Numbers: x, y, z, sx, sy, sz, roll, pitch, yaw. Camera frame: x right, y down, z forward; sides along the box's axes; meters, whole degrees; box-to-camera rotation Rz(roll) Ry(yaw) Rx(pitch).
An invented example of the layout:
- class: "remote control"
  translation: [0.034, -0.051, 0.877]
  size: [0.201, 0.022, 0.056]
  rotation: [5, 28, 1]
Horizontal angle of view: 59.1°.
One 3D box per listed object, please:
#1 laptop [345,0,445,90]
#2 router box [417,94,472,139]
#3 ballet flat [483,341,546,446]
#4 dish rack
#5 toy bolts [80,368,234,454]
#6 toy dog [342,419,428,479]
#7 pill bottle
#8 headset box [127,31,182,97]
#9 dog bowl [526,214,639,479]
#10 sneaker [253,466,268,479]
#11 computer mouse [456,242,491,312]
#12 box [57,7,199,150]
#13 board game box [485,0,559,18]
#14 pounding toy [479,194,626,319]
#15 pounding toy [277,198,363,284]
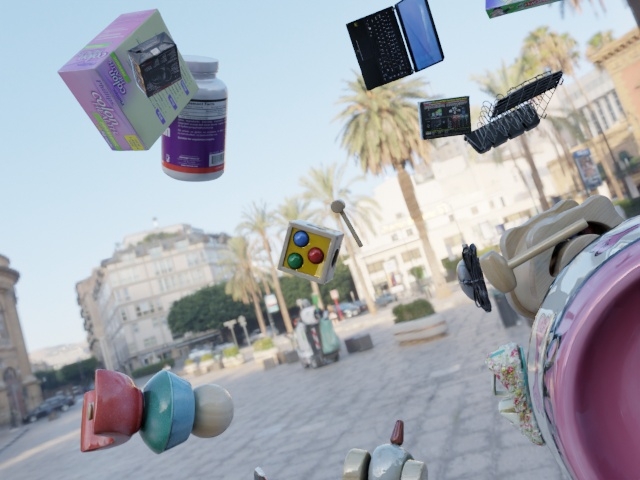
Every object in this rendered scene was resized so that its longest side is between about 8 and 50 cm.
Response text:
- class: "laptop"
  translation: [0.236, -0.643, 1.824]
  size: [0.264, 0.234, 0.136]
  rotation: [-18, 9, 11]
- class: "router box"
  translation: [0.298, -0.295, 1.357]
  size: [0.123, 0.092, 0.038]
  rotation: [-7, 15, 1]
- class: "ballet flat"
  translation: [0.370, 0.294, 1.075]
  size: [0.077, 0.241, 0.091]
  rotation: [-15, 21, 18]
- class: "dish rack"
  translation: [0.479, -0.327, 1.405]
  size: [0.208, 0.074, 0.271]
  rotation: [-28, -20, -4]
- class: "toy bolts"
  translation: [-0.172, 0.258, 0.601]
  size: [0.159, 0.228, 0.218]
  rotation: [8, -30, -27]
- class: "toy dog"
  translation: [0.156, 0.489, 1.146]
  size: [0.220, 0.161, 0.333]
  rotation: [19, -39, 11]
- class: "pill bottle"
  translation: [-0.347, -0.334, 1.552]
  size: [0.182, 0.322, 0.181]
  rotation: [5, 24, -2]
- class: "headset box"
  translation: [-0.235, -0.248, 0.810]
  size: [0.062, 0.032, 0.083]
  rotation: [-37, -12, -19]
- class: "dog bowl"
  translation: [0.413, 0.154, 0.552]
  size: [0.408, 0.408, 0.150]
  rotation: [-21, -10, 22]
- class: "sneaker"
  translation: [-0.150, 0.636, 1.383]
  size: [0.065, 0.157, 0.061]
  rotation: [-14, 11, -25]
- class: "computer mouse"
  translation: [0.420, 0.101, 1.583]
  size: [0.072, 0.188, 0.272]
  rotation: [-15, -3, 14]
- class: "box"
  translation: [-0.422, -0.360, 1.278]
  size: [0.117, 0.243, 0.213]
  rotation: [4, -40, 27]
- class: "board game box"
  translation: [0.475, -0.672, 1.254]
  size: [0.214, 0.317, 0.046]
  rotation: [-4, -11, 30]
- class: "pounding toy"
  translation: [0.370, 0.037, 0.834]
  size: [0.270, 0.154, 0.155]
  rotation: [-26, 6, -18]
- class: "pounding toy"
  translation: [0.010, -0.003, 1.391]
  size: [0.181, 0.206, 0.094]
  rotation: [17, 10, 14]
